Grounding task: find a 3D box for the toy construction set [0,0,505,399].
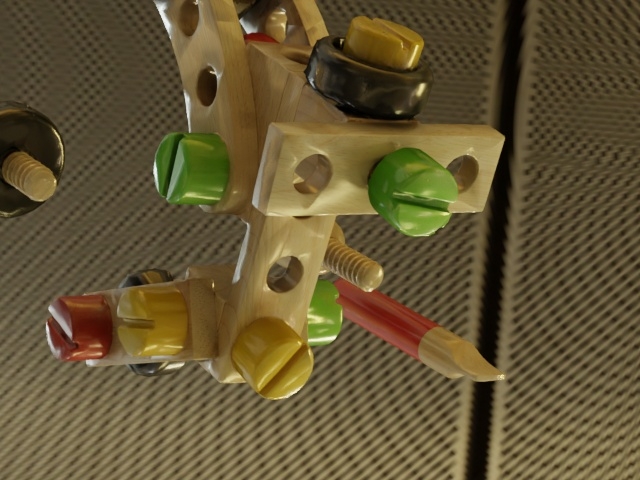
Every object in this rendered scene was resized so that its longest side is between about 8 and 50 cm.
[{"bbox_3d":[0.000,0.000,0.968,0.237,0.309,0.257,29,-91,47],"label":"toy construction set"}]
